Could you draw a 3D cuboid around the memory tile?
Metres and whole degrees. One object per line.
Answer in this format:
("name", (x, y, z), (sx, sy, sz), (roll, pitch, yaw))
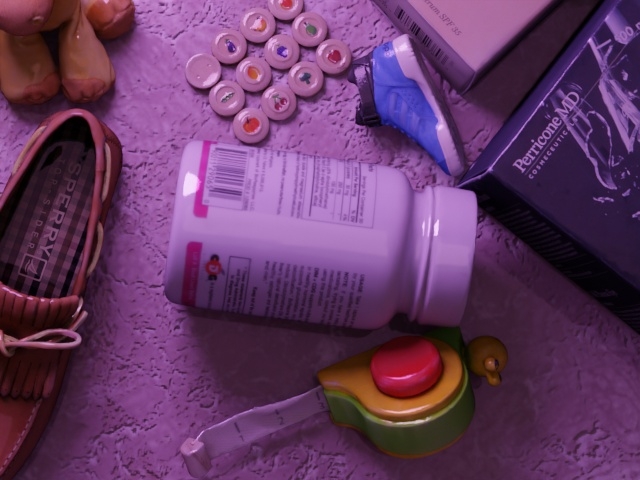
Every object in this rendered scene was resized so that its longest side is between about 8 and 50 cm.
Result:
("memory tile", (-0.053, -0.178, 1.779), (0.148, 0.012, 0.113), (-40, 88, -6))

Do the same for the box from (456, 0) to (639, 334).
("box", (0.364, -0.093, 1.708), (0.312, 0.179, 0.343), (38, 83, -1))

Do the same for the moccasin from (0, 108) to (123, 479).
("moccasin", (-0.280, 0.058, 1.672), (0.139, 0.147, 0.380), (24, 83, -1))

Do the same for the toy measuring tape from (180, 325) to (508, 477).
("toy measuring tape", (0.033, 0.175, 1.692), (0.330, 0.121, 0.121), (-22, 86, -6))

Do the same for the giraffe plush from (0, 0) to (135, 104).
("giraffe plush", (-0.271, -0.244, 1.692), (0.181, 0.170, 0.210), (0, 84, -3))

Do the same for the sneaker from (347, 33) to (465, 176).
("sneaker", (0.082, -0.122, 1.762), (0.085, 0.058, 0.152), (-23, 106, 15))

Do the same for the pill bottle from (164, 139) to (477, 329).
("pill bottle", (0.000, 0.000, 1.690), (0.283, 0.160, 0.160), (8, 84, -3))

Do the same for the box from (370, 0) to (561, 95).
("box", (0.209, -0.306, 1.754), (0.311, 0.121, 0.148), (-45, 88, -7))
